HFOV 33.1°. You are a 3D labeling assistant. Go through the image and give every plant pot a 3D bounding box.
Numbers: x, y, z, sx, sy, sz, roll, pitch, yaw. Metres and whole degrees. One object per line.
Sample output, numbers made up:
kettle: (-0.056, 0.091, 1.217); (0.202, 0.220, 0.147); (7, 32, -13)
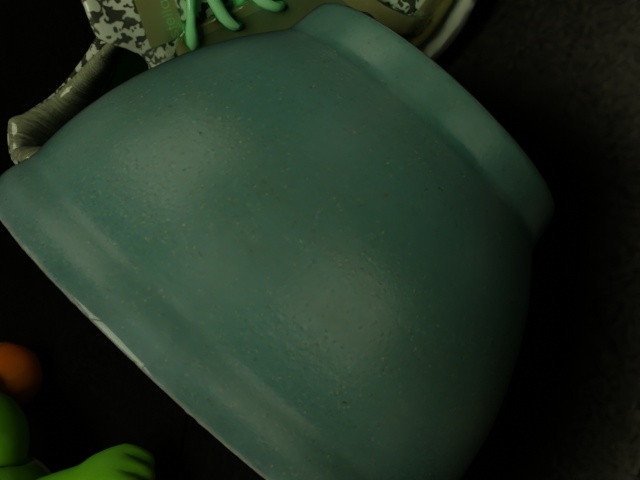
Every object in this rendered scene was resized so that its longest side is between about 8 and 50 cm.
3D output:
plant pot: (0.000, 0.000, 0.584); (0.196, 0.293, 0.293); (-47, 56, -3)

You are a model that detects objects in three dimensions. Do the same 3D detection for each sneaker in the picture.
sneaker: (-0.053, -0.140, 0.671); (0.410, 0.182, 0.158); (-45, 61, 29)

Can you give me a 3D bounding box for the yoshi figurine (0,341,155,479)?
yoshi figurine: (-0.202, 0.236, 0.826); (0.203, 0.203, 0.362); (-35, 41, -10)
